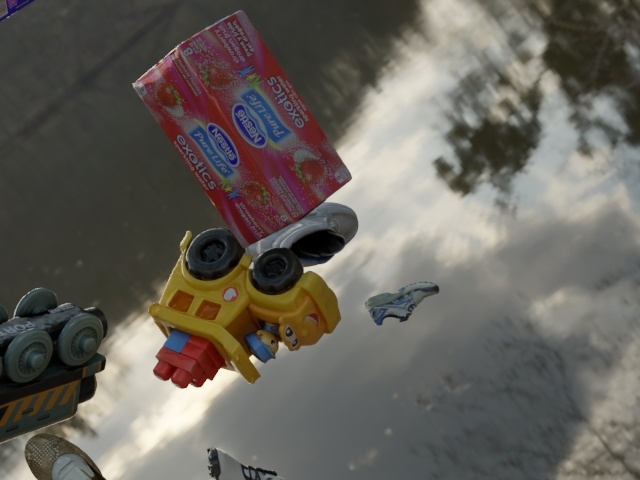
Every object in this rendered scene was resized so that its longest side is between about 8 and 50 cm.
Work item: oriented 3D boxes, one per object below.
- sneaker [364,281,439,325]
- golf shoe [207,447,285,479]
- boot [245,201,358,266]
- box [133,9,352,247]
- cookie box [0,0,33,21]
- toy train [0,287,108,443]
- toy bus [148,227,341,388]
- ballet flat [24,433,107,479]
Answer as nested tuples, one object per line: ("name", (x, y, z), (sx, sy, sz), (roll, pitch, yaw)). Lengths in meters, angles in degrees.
("sneaker", (0.149, 0.115, 2.121), (0.135, 0.058, 0.052), (-19, -17, -1))
("golf shoe", (-0.106, 0.374, 1.862), (0.094, 0.198, 0.077), (-27, 39, 7))
("boot", (0.000, 0.000, 1.918), (0.123, 0.095, 0.258), (13, 20, 42))
("box", (-0.097, -0.137, 1.497), (0.123, 0.256, 0.128), (-38, 8, -37))
("cookie box", (-0.417, -0.302, 1.458), (0.107, 0.040, 0.092), (10, 32, 16))
("toy train", (-0.428, 0.186, 1.613), (0.142, 0.190, 0.334), (25, 24, 31))
("toy bus", (-0.114, 0.113, 1.566), (0.220, 0.149, 0.211), (15, 60, 27))
("ballet flat", (-0.310, 0.334, 1.612), (0.067, 0.206, 0.073), (-6, 43, 56))
